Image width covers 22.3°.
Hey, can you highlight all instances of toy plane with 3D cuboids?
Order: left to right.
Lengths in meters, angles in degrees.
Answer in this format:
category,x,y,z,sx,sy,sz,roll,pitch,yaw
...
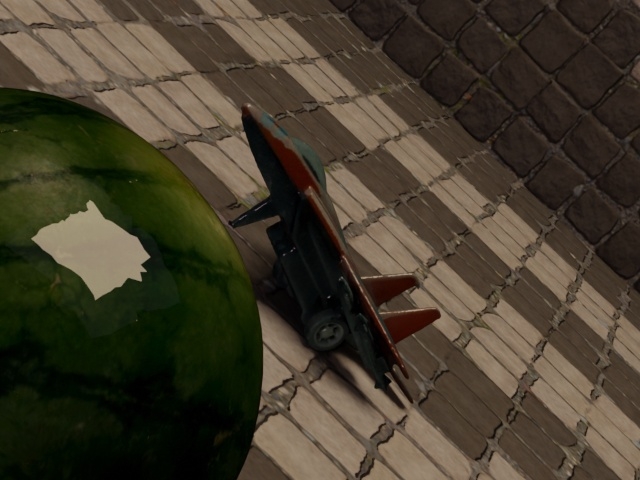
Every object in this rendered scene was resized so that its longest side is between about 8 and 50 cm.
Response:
category,x,y,z,sx,sy,sz,roll,pitch,yaw
toy plane,-0.006,0.004,1.381,0.326,0.104,0.223,50,6,-42

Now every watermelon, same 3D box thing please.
category,x,y,z,sx,sy,sz,roll,pitch,yaw
watermelon,-0.144,0.050,0.723,0.242,0.242,0.242,39,16,-13
